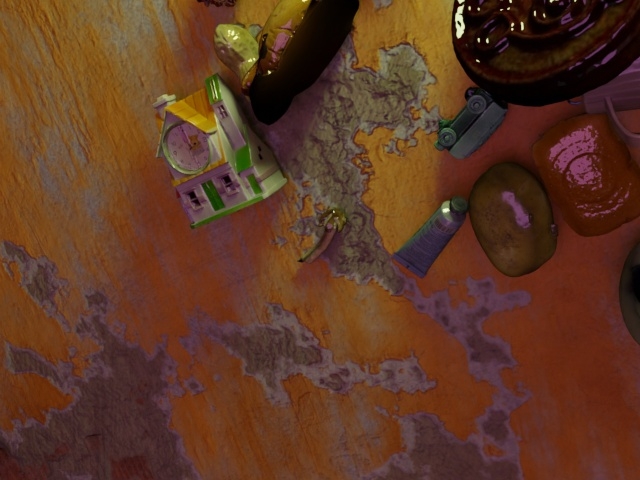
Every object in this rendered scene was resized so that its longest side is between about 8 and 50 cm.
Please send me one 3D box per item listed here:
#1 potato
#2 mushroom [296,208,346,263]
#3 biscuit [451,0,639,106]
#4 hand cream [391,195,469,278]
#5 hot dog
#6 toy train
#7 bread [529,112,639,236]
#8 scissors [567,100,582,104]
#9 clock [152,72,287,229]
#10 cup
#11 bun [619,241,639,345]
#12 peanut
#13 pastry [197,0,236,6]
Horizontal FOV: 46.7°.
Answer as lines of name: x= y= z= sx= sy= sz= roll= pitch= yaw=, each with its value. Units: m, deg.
potato: x=0.401 y=-0.045 z=1.539 sx=0.148 sy=0.197 sz=0.228 roll=-31 pitch=85 yaw=-15
mushroom: x=0.000 y=0.000 z=1.764 sx=0.060 sy=0.061 sz=0.187 roll=33 pitch=123 yaw=-1
biscuit: x=0.401 y=-0.431 z=1.282 sx=0.407 sy=0.091 sz=0.408 roll=-17 pitch=63 yaw=38
hand cream: x=0.245 y=-0.007 z=1.638 sx=0.091 sy=0.058 sz=0.271 roll=33 pitch=143 yaw=2
hot dog: x=-0.068 y=-0.419 z=1.537 sx=0.326 sy=0.194 sz=0.107 roll=-46 pitch=55 yaw=-3
toy train: x=0.313 y=-0.243 z=1.542 sx=0.099 sy=0.070 sz=0.172 roll=35 pitch=120 yaw=-8
bread: x=0.535 y=-0.134 z=1.473 sx=0.174 sy=0.121 sz=0.246 roll=-26 pitch=99 yaw=28
scissors: x=0.543 y=-0.305 z=1.459 sx=0.119 sy=0.014 sz=0.058 roll=-10 pitch=109 yaw=27
clock: x=-0.261 y=-0.211 z=1.709 sx=0.235 sy=0.166 sz=0.310 roll=-21 pitch=101 yaw=26
cup: x=0.603 y=-0.312 z=1.313 sx=0.273 sy=0.208 sz=0.289 roll=-6 pitch=93 yaw=24
bun: x=0.741 y=0.112 z=1.467 sx=0.293 sy=0.187 sz=0.293 roll=-2 pitch=81 yaw=16
peanut: x=-0.153 y=-0.379 z=1.634 sx=0.229 sy=0.098 sz=0.103 roll=52 pitch=162 yaw=-9
pastry: x=-0.203 y=-0.600 z=1.570 sx=0.115 sy=0.097 sz=0.209 roll=20 pitch=116 yaw=0
